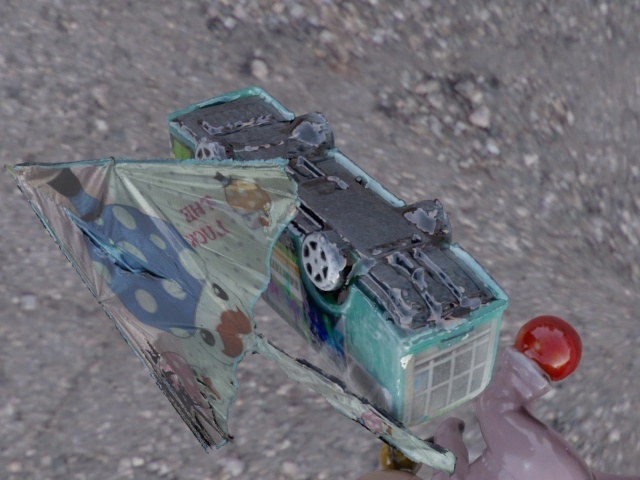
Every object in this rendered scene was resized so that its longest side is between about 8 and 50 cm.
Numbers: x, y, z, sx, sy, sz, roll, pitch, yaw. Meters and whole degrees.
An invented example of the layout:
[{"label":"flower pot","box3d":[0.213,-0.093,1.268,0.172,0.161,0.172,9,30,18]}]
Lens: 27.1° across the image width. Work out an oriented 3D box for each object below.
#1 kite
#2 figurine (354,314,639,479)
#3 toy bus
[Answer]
[{"label":"kite","box3d":[-0.057,0.044,0.755,0.314,0.335,0.011,34,58,12]},{"label":"figurine","box3d":[0.101,0.195,0.847,0.176,0.186,0.287,40,95,-27]},{"label":"toy bus","box3d":[0.000,0.000,0.801,0.262,0.091,0.109,43,143,42]}]
